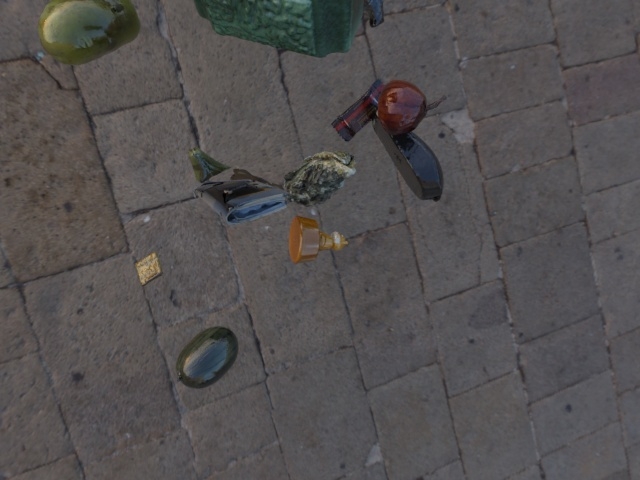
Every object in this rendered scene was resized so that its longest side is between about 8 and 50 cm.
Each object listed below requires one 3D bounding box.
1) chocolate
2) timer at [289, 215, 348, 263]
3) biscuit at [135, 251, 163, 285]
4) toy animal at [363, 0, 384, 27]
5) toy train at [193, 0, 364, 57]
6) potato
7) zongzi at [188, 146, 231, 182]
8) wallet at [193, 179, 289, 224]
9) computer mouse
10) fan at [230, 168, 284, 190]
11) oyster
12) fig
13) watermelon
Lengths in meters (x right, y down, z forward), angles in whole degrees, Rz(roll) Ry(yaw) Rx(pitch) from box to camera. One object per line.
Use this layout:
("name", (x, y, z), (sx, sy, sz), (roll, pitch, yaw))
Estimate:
("chocolate", (0.115, -0.356, 1.312), (0.182, 0.028, 0.086), (-41, 123, 16))
("timer", (0.000, 0.000, 1.330), (0.152, 0.132, 0.132), (2, 94, -17))
("biscuit", (-0.517, 0.086, 1.439), (0.083, 0.018, 0.081), (-31, 70, 12))
("toy animal", (-0.049, -0.449, 0.900), (0.342, 0.106, 0.169), (-4, 125, 2))
("toy train", (-0.051, -0.409, 0.713), (0.298, 0.167, 0.238), (17, 73, 8))
("potato", (-0.547, -0.532, 1.176), (0.272, 0.111, 0.160), (-46, 142, -37))
("zongzi", (-0.319, -0.234, 1.383), (0.113, 0.052, 0.104), (-28, 136, -24))
("wallet", (-0.184, -0.106, 1.112), (0.170, 0.231, 0.070), (-16, 116, -28))
("computer mouse", (0.239, -0.234, 1.261), (0.087, 0.168, 0.295), (-33, 85, 2))
("fan", (-0.200, -0.147, 1.378), (0.152, 0.226, 0.008), (21, 71, -18))
("oyster", (0.001, -0.198, 1.516), (0.162, 0.351, 0.158), (-36, 101, -33))
("fig", (0.197, -0.306, 1.112), (0.150, 0.128, 0.129), (8, 92, -22))
("watermelon", (-0.172, 0.179, 0.725), (0.078, 0.078, 0.111), (55, 51, -14))
